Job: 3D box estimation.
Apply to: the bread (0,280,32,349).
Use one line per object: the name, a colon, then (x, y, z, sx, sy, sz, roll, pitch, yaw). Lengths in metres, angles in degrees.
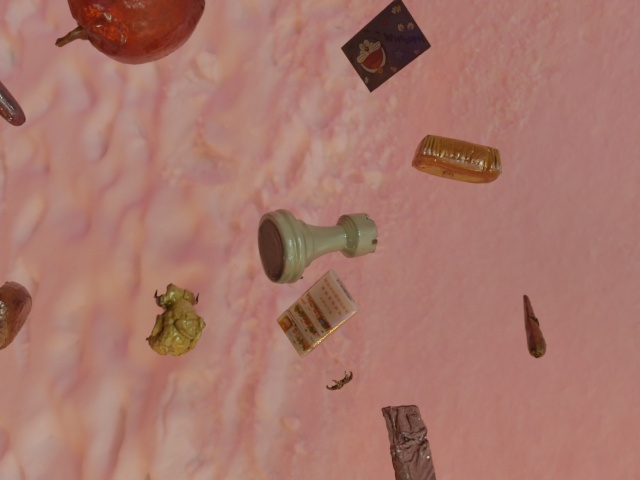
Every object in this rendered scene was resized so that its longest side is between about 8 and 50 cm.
bread: (-0.594, 0.143, 1.024, 0.129, 0.044, 0.126, -157, 76, -72)

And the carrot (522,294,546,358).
carrot: (0.572, 0.225, 1.436, 0.049, 0.254, 0.049, 5, 123, 8)

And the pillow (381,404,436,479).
pillow: (0.262, 0.599, 1.531, 0.049, 0.135, 0.248, 128, 141, -49)

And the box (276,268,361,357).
box: (-0.009, 0.181, 1.291, 0.220, 0.032, 0.122, -46, 72, 32)

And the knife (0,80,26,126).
knife: (-0.661, -0.325, 0.974, 0.123, 0.278, 0.053, -47, 17, -25)

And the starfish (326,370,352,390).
starfish: (0.062, 0.421, 1.588, 0.028, 0.078, 0.091, 56, 135, 31)

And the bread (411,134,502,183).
bread: (0.457, -0.273, 1.790, 0.288, 0.152, 0.119, 11, 78, -6)

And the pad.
pad: (0.185, -0.568, 1.554, 0.246, 0.006, 0.170, -28, 100, 44)

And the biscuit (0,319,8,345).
biscuit: (-0.607, 0.204, 0.848, 0.274, 0.036, 0.187, -29, 23, 6)

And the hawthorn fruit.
hawthorn fruit: (-0.312, -0.378, 0.848, 0.205, 0.205, 0.253, 32, 73, 31)

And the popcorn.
popcorn: (-0.424, 0.240, 1.556, 0.195, 0.174, 0.168, 66, 145, 36)

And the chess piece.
chess piece: (0.000, 0.000, 1.411, 0.195, 0.299, 0.194, 28, 123, 56)
